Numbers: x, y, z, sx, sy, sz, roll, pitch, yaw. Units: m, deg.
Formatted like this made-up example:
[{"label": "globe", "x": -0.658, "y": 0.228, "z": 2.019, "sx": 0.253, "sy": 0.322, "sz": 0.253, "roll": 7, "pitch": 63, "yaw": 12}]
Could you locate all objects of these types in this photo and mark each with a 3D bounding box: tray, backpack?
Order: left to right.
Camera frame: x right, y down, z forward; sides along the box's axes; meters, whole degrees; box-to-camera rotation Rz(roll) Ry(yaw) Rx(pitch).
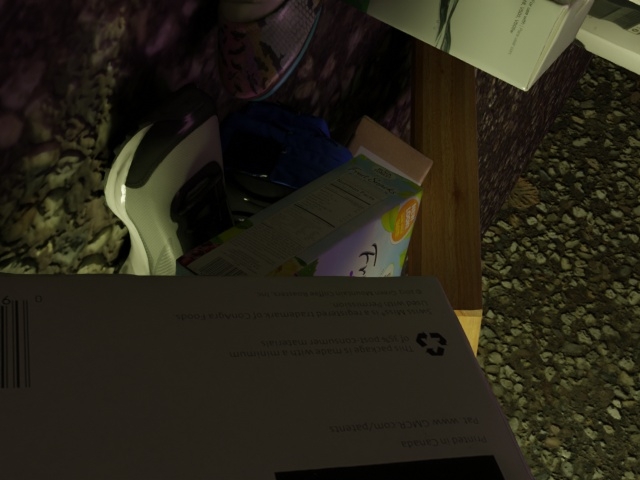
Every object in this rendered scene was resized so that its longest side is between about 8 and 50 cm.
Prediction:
[{"label": "backpack", "x": -0.026, "y": -0.060, "z": 0.793, "sx": 0.098, "sy": 0.120, "sz": 0.101, "roll": 80, "pitch": 33, "yaw": -68}, {"label": "tray", "x": 0.136, "y": -0.058, "z": 1.040, "sx": 0.202, "sy": 0.076, "sz": 0.410, "roll": 80, "pitch": 11, "yaw": -58}]

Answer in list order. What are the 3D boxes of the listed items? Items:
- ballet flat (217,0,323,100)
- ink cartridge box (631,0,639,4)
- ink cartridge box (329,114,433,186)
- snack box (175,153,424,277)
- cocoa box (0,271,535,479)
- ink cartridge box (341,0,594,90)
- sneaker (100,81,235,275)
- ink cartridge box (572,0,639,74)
[{"label": "ballet flat", "x": -0.022, "y": -0.207, "z": 0.653, "sx": 0.221, "sy": 0.077, "sz": 0.079, "roll": -61, "pitch": 148, "yaw": -15}, {"label": "ink cartridge box", "x": 0.201, "y": -0.334, "z": 0.708, "sx": 0.117, "sy": 0.283, "sz": 0.207, "roll": -47, "pitch": 160, "yaw": -41}, {"label": "ink cartridge box", "x": 0.000, "y": 0.000, "z": 0.938, "sx": 0.234, "sy": 0.088, "sz": 0.193, "roll": -59, "pitch": -170, "yaw": -3}, {"label": "snack box", "x": -0.019, "y": 0.052, "z": 0.701, "sx": 0.207, "sy": 0.070, "sz": 0.174, "roll": -35, "pitch": 146, "yaw": -42}, {"label": "cocoa box", "x": -0.085, "y": 0.174, "z": 0.505, "sx": 0.231, "sy": 0.347, "sz": 0.228, "roll": -109, "pitch": -153, "yaw": -43}, {"label": "ink cartridge box", "x": 0.131, "y": -0.234, "z": 0.813, "sx": 0.153, "sy": 0.208, "sz": 0.086, "roll": -43, "pitch": 158, "yaw": -48}, {"label": "sneaker", "x": -0.096, "y": -0.005, "z": 0.698, "sx": 0.100, "sy": 0.108, "sz": 0.271, "roll": -47, "pitch": 159, "yaw": -36}, {"label": "ink cartridge box", "x": 0.382, "y": -0.355, "z": 1.062, "sx": 0.285, "sy": 0.395, "sz": 0.166, "roll": -64, "pitch": 163, "yaw": 13}]
